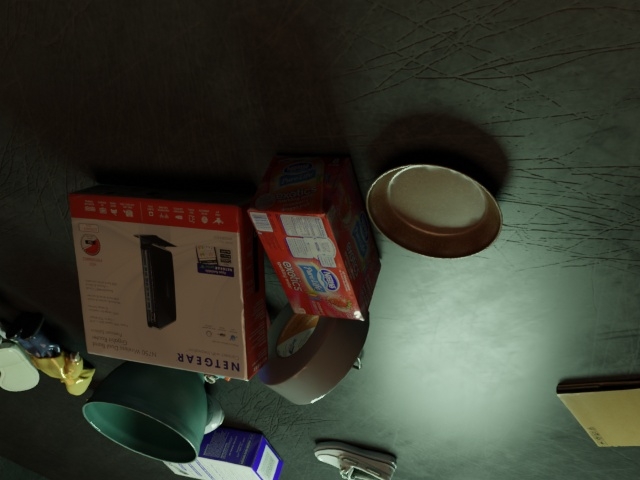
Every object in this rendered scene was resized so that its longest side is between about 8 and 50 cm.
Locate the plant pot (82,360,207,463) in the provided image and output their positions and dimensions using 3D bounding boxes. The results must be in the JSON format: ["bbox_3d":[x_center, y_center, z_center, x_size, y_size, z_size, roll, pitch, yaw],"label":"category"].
[{"bbox_3d":[-0.394,0.383,1.732,0.292,0.196,0.293,14,143,11],"label":"plant pot"}]

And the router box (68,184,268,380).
[{"bbox_3d":[-0.259,0.065,1.233,0.335,0.082,0.302,4,107,21],"label":"router box"}]

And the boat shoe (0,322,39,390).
[{"bbox_3d":[-0.857,0.331,1.994,0.109,0.091,0.305,-12,149,-17],"label":"boat shoe"}]

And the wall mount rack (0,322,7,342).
[{"bbox_3d":[-0.922,0.130,1.752,0.304,0.130,0.350,38,154,35],"label":"wall mount rack"}]

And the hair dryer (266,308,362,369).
[{"bbox_3d":[-0.070,0.195,1.458,0.223,0.080,0.293,-24,131,27],"label":"hair dryer"}]

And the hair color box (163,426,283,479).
[{"bbox_3d":[-0.297,0.617,2.057,0.338,0.110,0.185,2,141,22],"label":"hair color box"}]

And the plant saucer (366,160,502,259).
[{"bbox_3d":[0.166,-0.049,1.036,0.198,0.036,0.199,15,143,11],"label":"plant saucer"}]

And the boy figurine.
[{"bbox_3d":[-0.686,0.308,1.876,0.177,0.092,0.285,-3,138,30],"label":"boy figurine"}]

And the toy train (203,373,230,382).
[{"bbox_3d":[-0.269,0.261,1.646,0.125,0.046,0.166,-10,130,38],"label":"toy train"}]

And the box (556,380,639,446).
[{"bbox_3d":[0.555,0.323,1.322,0.164,0.021,0.201,-15,130,39],"label":"box"}]

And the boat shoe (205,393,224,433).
[{"bbox_3d":[-0.326,0.467,1.903,0.094,0.109,0.302,24,156,-30],"label":"boat shoe"}]

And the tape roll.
[{"bbox_3d":[-0.015,0.175,1.256,0.072,0.219,0.219,40,140,-23],"label":"tape roll"}]

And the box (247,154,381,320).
[{"bbox_3d":[0.000,0.000,1.108,0.128,0.123,0.257,4,140,23],"label":"box"}]

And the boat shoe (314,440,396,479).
[{"bbox_3d":[0.080,0.573,1.834,0.226,0.076,0.083,0,138,27],"label":"boat shoe"}]

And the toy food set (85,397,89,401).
[{"bbox_3d":[-0.571,0.478,2.063,0.217,0.071,0.128,-12,109,34],"label":"toy food set"}]
